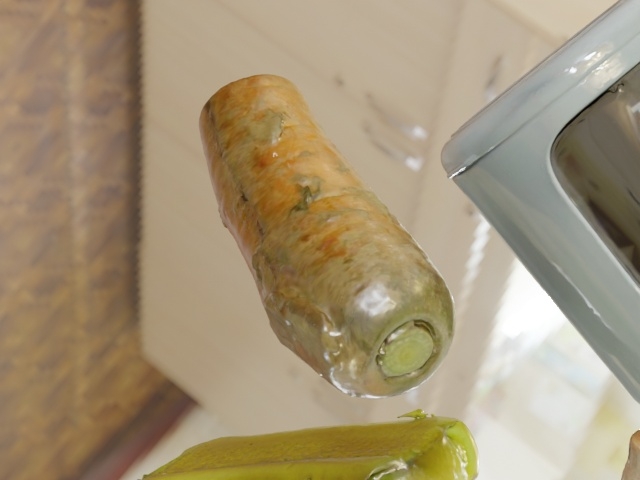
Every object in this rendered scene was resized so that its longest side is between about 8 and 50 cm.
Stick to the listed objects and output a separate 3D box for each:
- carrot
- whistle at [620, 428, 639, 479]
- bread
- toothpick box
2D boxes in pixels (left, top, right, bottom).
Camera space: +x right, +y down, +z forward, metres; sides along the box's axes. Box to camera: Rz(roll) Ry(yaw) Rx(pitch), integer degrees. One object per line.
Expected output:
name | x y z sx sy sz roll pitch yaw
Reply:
carrot | 0.000 0.000 1.560 0.138 0.302 0.139 -14 136 -14
whistle | 0.197 0.219 1.261 0.057 0.107 0.220 -63 161 -65
bread | -0.020 0.243 1.839 0.383 0.112 0.166 -12 -170 43
toothpick box | 0.289 -0.006 1.640 0.263 0.355 0.263 -39 -179 0
